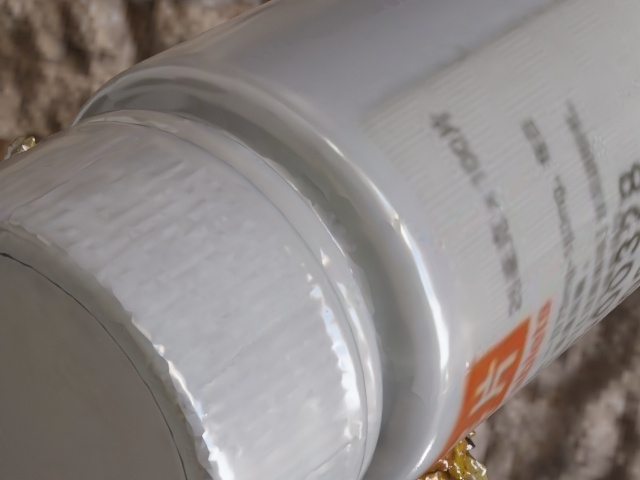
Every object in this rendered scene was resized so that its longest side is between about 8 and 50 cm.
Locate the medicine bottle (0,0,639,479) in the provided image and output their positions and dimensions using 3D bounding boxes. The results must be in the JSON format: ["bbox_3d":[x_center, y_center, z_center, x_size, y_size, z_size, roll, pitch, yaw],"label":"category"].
[{"bbox_3d":[0.000,0.000,0.529,0.252,0.144,0.144,-30,137,-47],"label":"medicine bottle"}]

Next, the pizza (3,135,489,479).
[{"bbox_3d":[-0.029,0.045,0.905,0.085,0.305,0.161,-57,-164,-23],"label":"pizza"}]
